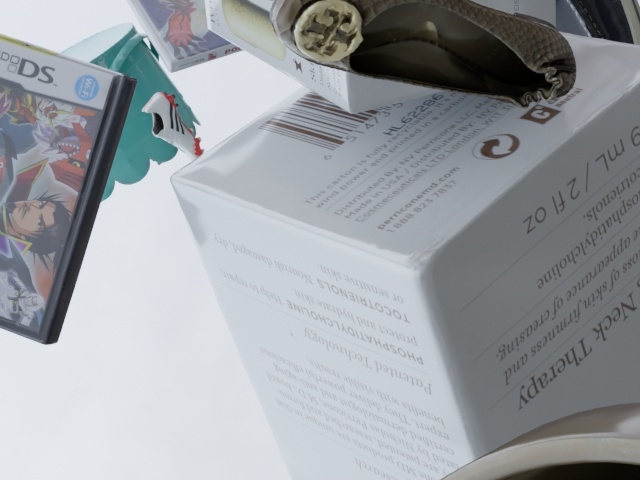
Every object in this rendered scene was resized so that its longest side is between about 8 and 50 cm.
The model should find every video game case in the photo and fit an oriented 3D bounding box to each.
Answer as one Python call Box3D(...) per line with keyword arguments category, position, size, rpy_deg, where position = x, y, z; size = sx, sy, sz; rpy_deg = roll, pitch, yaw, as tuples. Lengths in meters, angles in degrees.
Box3D(category="video game case", position=(-0.334, -0.066, 1.564), size=(0.035, 0.248, 0.275), rpy_deg=(-1, -71, -75))
Box3D(category="video game case", position=(-0.151, -0.314, 2.027), size=(0.183, 0.201, 0.023), rpy_deg=(-20, -31, -20))

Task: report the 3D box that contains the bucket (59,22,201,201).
Box3D(category="bucket", position=(-0.332, -0.186, 2.343), size=(0.183, 0.281, 0.281), rpy_deg=(60, -146, -19))

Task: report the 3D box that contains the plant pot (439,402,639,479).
Box3D(category="plant pot", position=(0.208, 0.200, 0.718), size=(0.280, 0.323, 0.323), rpy_deg=(-22, -56, -54))

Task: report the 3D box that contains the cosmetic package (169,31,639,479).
Box3D(category="cosmetic package", position=(0.136, 0.052, 1.413), size=(0.329, 0.327, 0.394), rpy_deg=(-38, -55, -27))

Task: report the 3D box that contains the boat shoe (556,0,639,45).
Box3D(category="boat shoe", position=(0.179, -0.316, 1.707), size=(0.156, 0.186, 0.500), rpy_deg=(-43, -76, -30))

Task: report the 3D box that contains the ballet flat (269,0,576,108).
Box3D(category="ballet flat", position=(0.079, -0.131, 1.081), size=(0.084, 0.249, 0.058), rpy_deg=(-51, 44, 35))

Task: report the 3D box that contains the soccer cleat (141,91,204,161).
Box3D(category="soccer cleat", position=(-0.140, -0.102, 1.502), size=(0.035, 0.029, 0.083), rpy_deg=(-42, -57, -24))

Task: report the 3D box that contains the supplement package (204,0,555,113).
Box3D(category="supplement package", position=(0.038, -0.251, 1.300), size=(0.198, 0.262, 0.199), rpy_deg=(-16, -62, -23))
